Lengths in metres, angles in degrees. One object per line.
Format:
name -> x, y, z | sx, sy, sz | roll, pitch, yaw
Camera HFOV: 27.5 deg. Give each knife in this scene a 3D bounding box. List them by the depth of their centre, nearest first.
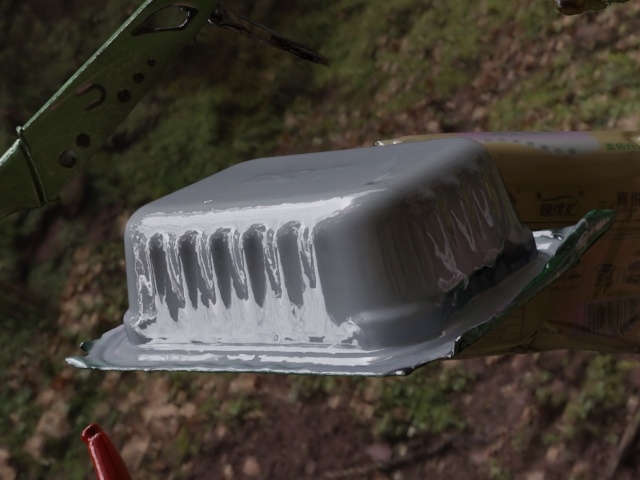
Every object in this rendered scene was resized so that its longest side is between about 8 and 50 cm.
knife -> -0.160, -0.029, 0.690 | 0.293, 0.043, 0.020 | -48, 20, -5

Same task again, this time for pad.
pad -> -0.105, -0.217, 1.221 | 0.022, 0.174, 0.233 | -64, -23, 8

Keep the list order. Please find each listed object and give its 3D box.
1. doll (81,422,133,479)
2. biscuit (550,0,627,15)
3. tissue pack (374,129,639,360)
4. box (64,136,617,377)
doll -> -0.201, 0.391, 1.459 | 0.188, 0.384, 0.099 | -33, -23, -17
biscuit -> 0.210, -0.197, 0.743 | 0.016, 0.231, 0.139 | 89, 158, -52
tissue pack -> 0.179, 0.008, 1.191 | 0.123, 0.256, 0.215 | -135, 44, -70
box -> 0.000, 0.000, 0.925 | 0.264, 0.336, 0.106 | -29, -69, -49
